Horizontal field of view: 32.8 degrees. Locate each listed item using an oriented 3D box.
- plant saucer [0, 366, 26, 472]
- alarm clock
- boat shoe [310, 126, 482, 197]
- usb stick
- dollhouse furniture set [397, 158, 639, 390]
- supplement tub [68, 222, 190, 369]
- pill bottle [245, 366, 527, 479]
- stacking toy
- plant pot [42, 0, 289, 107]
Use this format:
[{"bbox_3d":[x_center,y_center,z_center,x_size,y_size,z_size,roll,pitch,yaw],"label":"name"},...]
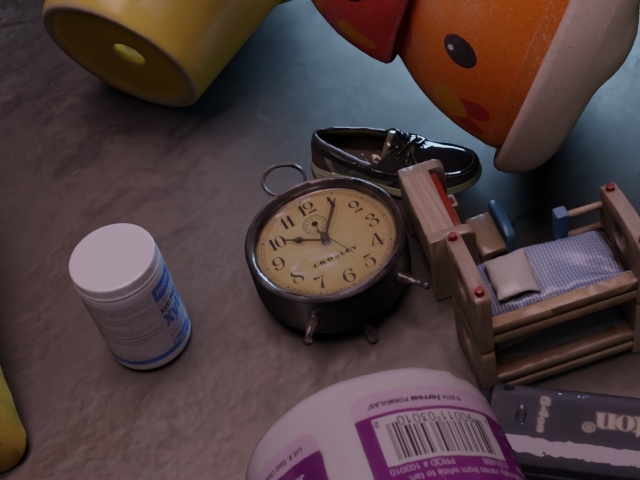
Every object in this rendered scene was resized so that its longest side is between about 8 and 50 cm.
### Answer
[{"bbox_3d":[-0.435,0.072,0.812,0.333,0.081,0.332,-22,80,-7],"label":"plant saucer"},{"bbox_3d":[0.000,0.000,0.890,0.129,0.064,0.192,-24,52,-8],"label":"alarm clock"},{"bbox_3d":[0.063,-0.071,0.945,0.152,0.049,0.056,2,51,13],"label":"boat shoe"},{"bbox_3d":[0.240,0.142,0.731,0.278,0.045,0.077,4,52,16],"label":"usb stick"},{"bbox_3d":[0.147,-0.005,0.819,0.129,0.129,0.183,-18,49,-3],"label":"dollhouse furniture set"},{"bbox_3d":[-0.148,0.046,0.855,0.071,0.107,0.071,-6,50,7],"label":"supplement tub"},{"bbox_3d":[0.071,0.234,0.610,0.169,0.169,0.301,-18,49,-3],"label":"pill bottle"},{"bbox_3d":[0.032,-0.290,0.867,0.480,0.350,0.350,23,57,6],"label":"stacking toy"},{"bbox_3d":[-0.139,-0.270,1.047,0.254,0.254,0.239,17,72,24],"label":"plant pot"}]
